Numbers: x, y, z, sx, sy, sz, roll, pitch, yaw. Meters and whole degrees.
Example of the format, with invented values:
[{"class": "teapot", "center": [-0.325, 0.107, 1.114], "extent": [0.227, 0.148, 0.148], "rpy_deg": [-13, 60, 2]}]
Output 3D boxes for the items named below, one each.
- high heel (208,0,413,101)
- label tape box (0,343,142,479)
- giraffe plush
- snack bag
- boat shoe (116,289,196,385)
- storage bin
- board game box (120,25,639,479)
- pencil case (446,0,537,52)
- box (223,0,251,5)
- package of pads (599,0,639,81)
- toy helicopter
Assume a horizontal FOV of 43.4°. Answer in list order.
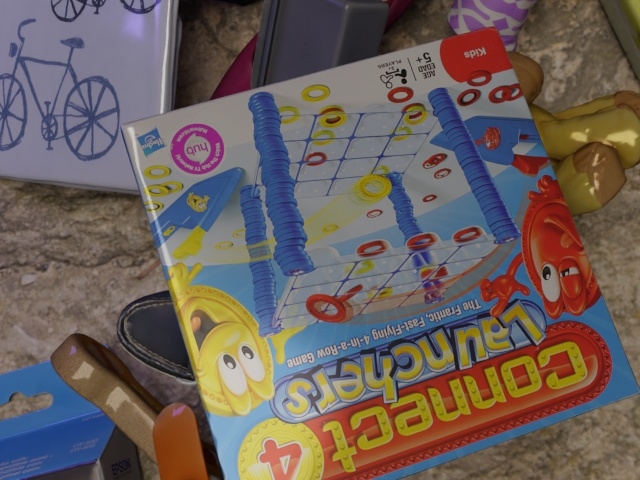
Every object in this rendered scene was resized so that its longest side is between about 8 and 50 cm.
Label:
[{"class": "high heel", "center": [0.003, -0.232, 0.811], "extent": [0.377, 0.181, 0.127], "rpy_deg": [-45, 79, 1]}, {"class": "label tape box", "center": [-0.310, 0.307, 0.831], "extent": [0.249, 0.115, 0.347], "rpy_deg": [-16, 83, 6]}, {"class": "giraffe plush", "center": [0.181, -0.109, 0.764], "extent": [0.210, 0.181, 0.170], "rpy_deg": [-33, 101, 33]}, {"class": "snack bag", "center": [-0.255, -0.224, 0.833], "extent": [0.323, 0.037, 0.342], "rpy_deg": [7, 95, 37]}, {"class": "boat shoe", "center": [-0.063, 0.095, 0.697], "extent": [0.254, 0.079, 0.095], "rpy_deg": [15, 85, 9]}, {"class": "storage bin", "center": [0.008, -0.177, 0.736], "extent": [0.091, 0.098, 0.135], "rpy_deg": [38, 126, 36]}, {"class": "board game box", "center": [0.039, 0.021, 0.619], "extent": [0.308, 0.086, 0.302], "rpy_deg": [-17, 79, -9]}, {"class": "pencil case", "center": [0.204, -0.276, 0.788], "extent": [0.088, 0.206, 0.086], "rpy_deg": [13, 40, -20]}, {"class": "box", "center": [-0.066, -0.366, 0.789], "extent": [0.270, 0.143, 0.165], "rpy_deg": [-16, 79, 47]}, {"class": "package of pads", "center": [0.418, -0.238, 0.791], "extent": [0.229, 0.101, 0.296], "rpy_deg": [-22, 81, 7]}, {"class": "toy helicopter", "center": [-0.127, 0.215, 0.751], "extent": [0.355, 0.235, 0.140], "rpy_deg": [40, 91, 11]}]
